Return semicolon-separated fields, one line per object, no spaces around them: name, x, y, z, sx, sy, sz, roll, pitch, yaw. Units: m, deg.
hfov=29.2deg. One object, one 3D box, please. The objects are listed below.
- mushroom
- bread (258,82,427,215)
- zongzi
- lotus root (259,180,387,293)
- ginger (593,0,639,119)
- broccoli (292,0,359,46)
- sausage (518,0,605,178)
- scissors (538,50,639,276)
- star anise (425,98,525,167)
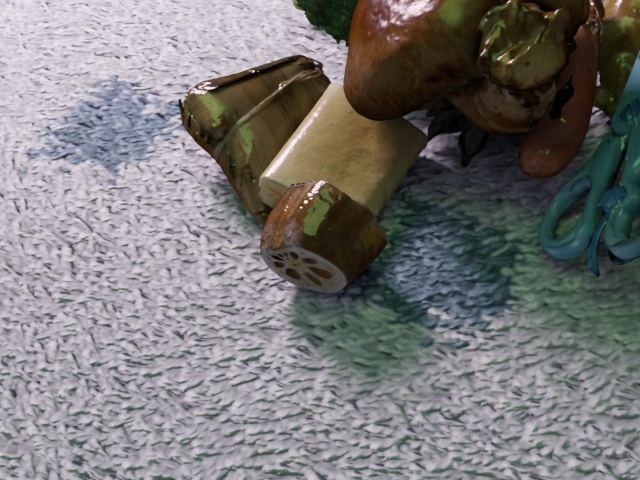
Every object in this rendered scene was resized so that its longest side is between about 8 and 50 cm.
mushroom;0.159;-0.220;1.319;0.263;0.195;0.283;-24;32;-28
bread;0.025;-0.086;1.399;0.140;0.060;0.178;32;55;7
zongzi;-0.048;-0.120;1.456;0.195;0.099;0.197;-25;69;-26
lotus root;0.002;0.002;1.301;0.122;0.112;0.081;-10;46;50
ginger;0.390;-0.240;1.473;0.131;0.086;0.294;10;57;5
broccoli;0.064;-0.351;1.567;0.270;0.270;0.270;-44;21;-27
sausage;0.277;-0.180;1.388;0.078;0.078;0.304;5;53;17
scissors;0.341;-0.125;1.317;0.180;0.032;0.392;-13;43;48
star anise;0.207;-0.162;1.445;0.181;0.061;0.204;22;54;30
